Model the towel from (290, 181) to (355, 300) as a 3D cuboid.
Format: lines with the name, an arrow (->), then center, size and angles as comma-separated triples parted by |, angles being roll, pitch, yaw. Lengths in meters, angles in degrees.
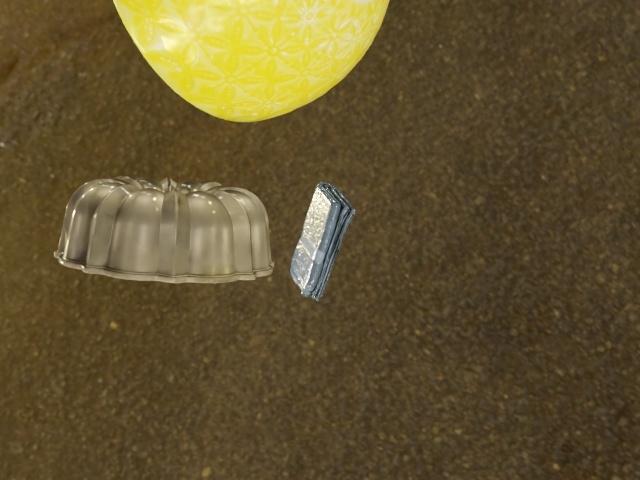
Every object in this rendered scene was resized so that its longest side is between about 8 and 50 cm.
towel -> 0.000, 0.000, 1.012 | 0.067, 0.029, 0.119 | 56, 134, 53

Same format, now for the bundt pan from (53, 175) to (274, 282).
bundt pan -> -0.227, -0.026, 1.387 | 0.331, 0.331, 0.124 | 13, 102, 42

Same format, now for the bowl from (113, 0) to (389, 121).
bowl -> -0.019, -0.244, 0.727 | 0.156, 0.289, 0.289 | -3, 65, 35
